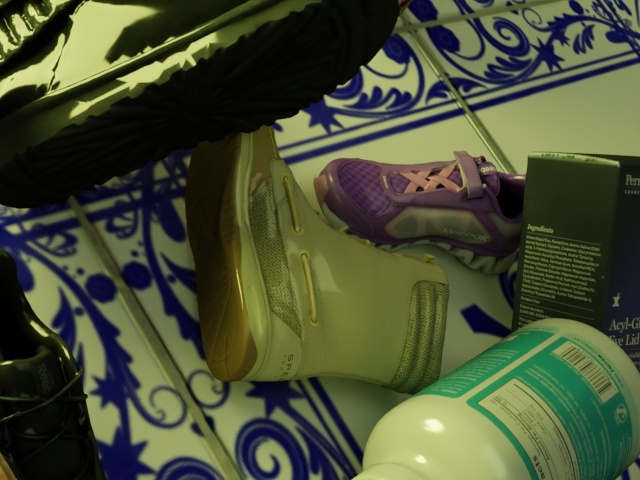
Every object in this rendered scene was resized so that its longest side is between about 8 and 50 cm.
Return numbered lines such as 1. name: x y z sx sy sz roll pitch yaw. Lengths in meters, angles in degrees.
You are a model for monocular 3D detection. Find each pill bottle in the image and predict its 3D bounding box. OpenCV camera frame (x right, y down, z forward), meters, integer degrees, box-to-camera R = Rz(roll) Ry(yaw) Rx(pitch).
1. pill bottle: 0.132 0.167 0.863 0.264 0.146 0.146 -23 74 -43

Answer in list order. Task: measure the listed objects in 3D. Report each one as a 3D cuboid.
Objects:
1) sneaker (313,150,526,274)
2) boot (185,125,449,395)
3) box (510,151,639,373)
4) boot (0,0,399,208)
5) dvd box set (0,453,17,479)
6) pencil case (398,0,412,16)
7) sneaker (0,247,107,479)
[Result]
1. sneaker: 0.108 -0.042 1.030 0.236 0.104 0.095 11 54 -28
2. boot: 0.000 0.000 0.926 0.203 0.095 0.262 10 55 -29
3. box: 0.268 0.025 1.022 0.153 0.108 0.207 -2 99 -36
4. boot: -0.141 -0.203 0.853 0.348 0.131 0.260 -21 70 -3
5. dvd box set: -0.312 0.231 0.487 0.420 0.062 0.307 -26 72 -32
6. pencil case: -0.021 -0.404 1.170 0.160 0.167 0.386 -43 88 -13
7. sneaker: -0.182 0.132 0.676 0.109 0.130 0.286 -20 73 -46
